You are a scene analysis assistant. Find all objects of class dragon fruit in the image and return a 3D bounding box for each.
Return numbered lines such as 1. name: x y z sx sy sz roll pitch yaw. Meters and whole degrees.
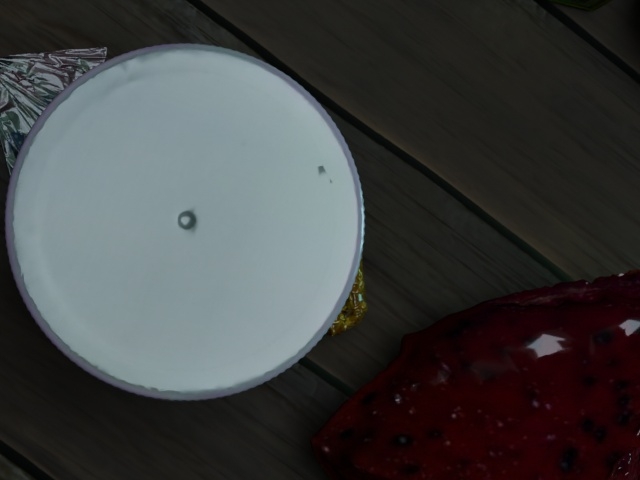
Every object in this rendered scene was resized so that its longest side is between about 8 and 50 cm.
1. dragon fruit: 0.216 0.170 1.383 0.330 0.240 0.302 -44 116 -11

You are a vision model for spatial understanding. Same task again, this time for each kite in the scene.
1. kite: -0.214 -0.104 1.401 0.156 0.011 0.139 38 76 -9

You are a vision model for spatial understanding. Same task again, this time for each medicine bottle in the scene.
1. medicine bottle: -0.101 -0.006 1.280 0.252 0.241 0.253 0 87 -6

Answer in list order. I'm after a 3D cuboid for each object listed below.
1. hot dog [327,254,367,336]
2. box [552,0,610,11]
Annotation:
1. hot dog: 0.000 0.000 1.434 0.071 0.045 0.165 -5 84 -19
2. box: 0.163 -0.299 1.516 0.220 0.064 0.141 11 80 -18
